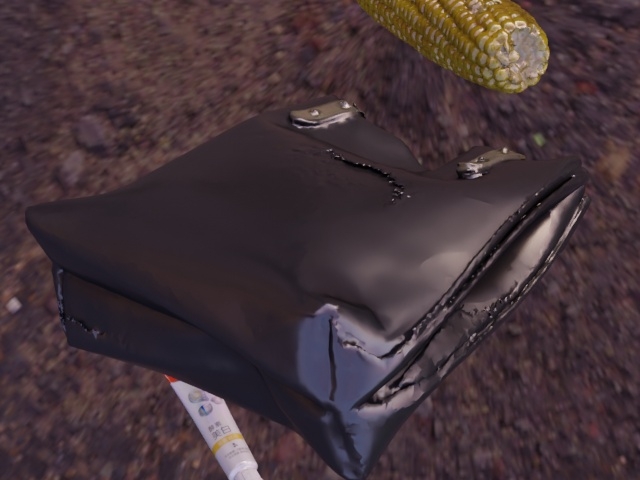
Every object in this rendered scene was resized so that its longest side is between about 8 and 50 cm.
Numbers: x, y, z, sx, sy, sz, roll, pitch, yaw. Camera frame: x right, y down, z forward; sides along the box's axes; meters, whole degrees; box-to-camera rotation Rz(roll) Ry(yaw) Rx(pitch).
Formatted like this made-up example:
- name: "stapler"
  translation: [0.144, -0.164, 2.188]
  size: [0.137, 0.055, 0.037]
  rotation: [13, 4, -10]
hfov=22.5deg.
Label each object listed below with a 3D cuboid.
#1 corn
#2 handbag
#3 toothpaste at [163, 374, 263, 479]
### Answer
- name: "corn"
  translation: [0.141, -0.269, 1.877]
  size: [0.120, 0.363, 0.120]
  rotation: [-14, 125, -21]
- name: "handbag"
  translation: [0.000, 0.000, 1.083]
  size: [0.288, 0.342, 0.152]
  rotation: [-34, 127, -32]
- name: "toothpaste"
  translation: [-0.105, 0.179, 1.597]
  size: [0.048, 0.031, 0.190]
  rotation: [-27, 54, -10]
